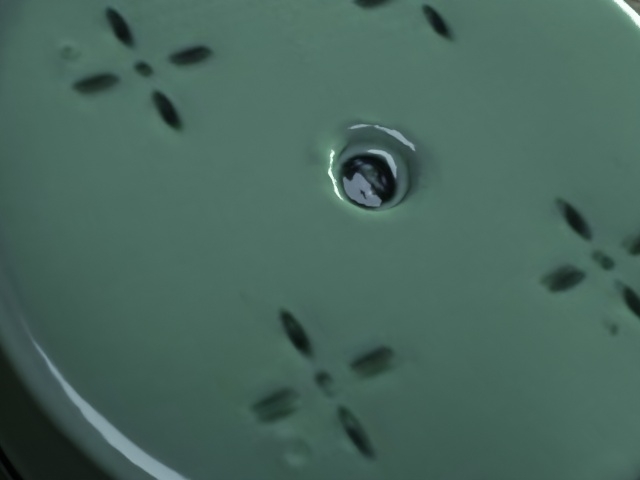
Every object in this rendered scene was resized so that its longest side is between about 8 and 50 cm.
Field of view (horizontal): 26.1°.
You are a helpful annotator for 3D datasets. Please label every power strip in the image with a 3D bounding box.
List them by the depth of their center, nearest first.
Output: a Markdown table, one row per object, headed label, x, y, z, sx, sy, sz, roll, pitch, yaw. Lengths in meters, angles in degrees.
| label | x | y | z | sx | sy | sz | roll | pitch | yaw |
| --- | --- | --- | --- | --- | --- | --- | --- | --- | --- |
| power strip | 0.000 | 0.000 | 0.613 | 0.357 | 0.161 | 0.358 | 7 | 59 | -11 |
